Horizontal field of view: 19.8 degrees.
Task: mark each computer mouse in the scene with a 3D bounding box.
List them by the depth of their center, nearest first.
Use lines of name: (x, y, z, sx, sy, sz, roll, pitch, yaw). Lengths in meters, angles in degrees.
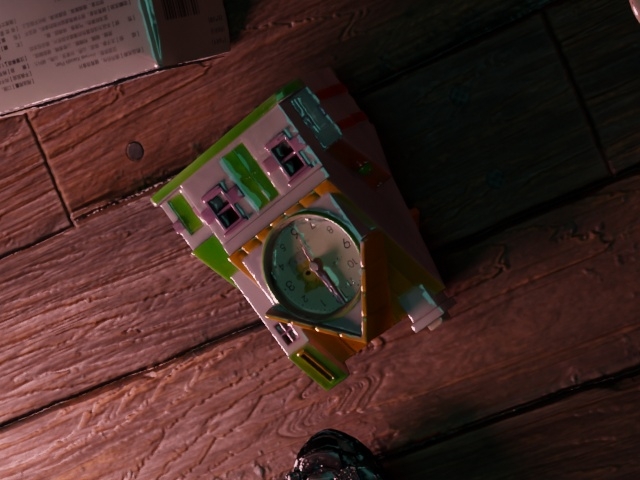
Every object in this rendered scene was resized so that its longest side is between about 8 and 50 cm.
computer mouse: (0.040, 0.327, 2.149, 0.147, 0.077, 0.241, -7, 103, 26)

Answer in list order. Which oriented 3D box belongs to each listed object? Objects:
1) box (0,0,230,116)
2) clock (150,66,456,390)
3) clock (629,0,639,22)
box: (-0.292, -0.234, 2.116, 0.333, 0.173, 0.145, -13, 94, 26)
clock: (0.000, 0.000, 2.041, 0.235, 0.166, 0.309, -38, 86, 27)
clock: (0.410, -0.161, 1.732, 0.114, 0.309, 0.284, -18, 94, 30)
